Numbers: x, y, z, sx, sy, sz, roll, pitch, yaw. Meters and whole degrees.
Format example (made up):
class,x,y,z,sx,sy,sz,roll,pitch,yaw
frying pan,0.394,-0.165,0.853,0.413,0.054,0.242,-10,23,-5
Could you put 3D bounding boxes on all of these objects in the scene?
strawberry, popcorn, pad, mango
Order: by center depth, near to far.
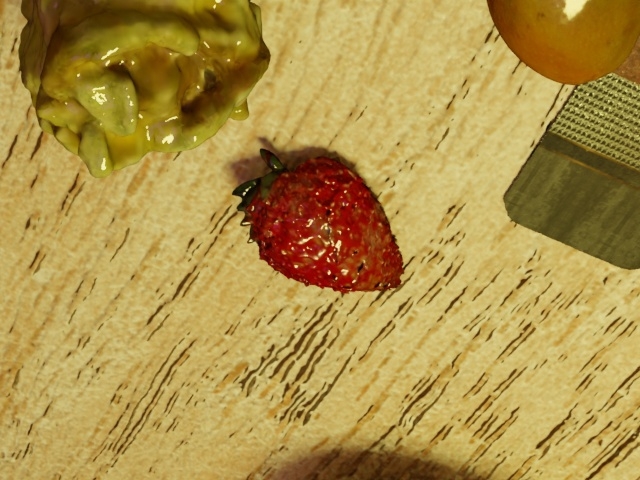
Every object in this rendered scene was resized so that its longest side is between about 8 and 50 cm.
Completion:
class,x,y,z,sx,sy,sz,roll,pitch,yaw
mango,0.204,-0.241,1.197,0.138,0.113,0.253,6,126,6
popcorn,-0.151,-0.173,1.249,0.212,0.259,0.259,-10,132,-21
pad,0.358,-0.034,1.363,0.323,0.055,0.250,34,128,7
strawberry,-0.003,-0.002,1.445,0.140,0.085,0.192,-8,127,15
